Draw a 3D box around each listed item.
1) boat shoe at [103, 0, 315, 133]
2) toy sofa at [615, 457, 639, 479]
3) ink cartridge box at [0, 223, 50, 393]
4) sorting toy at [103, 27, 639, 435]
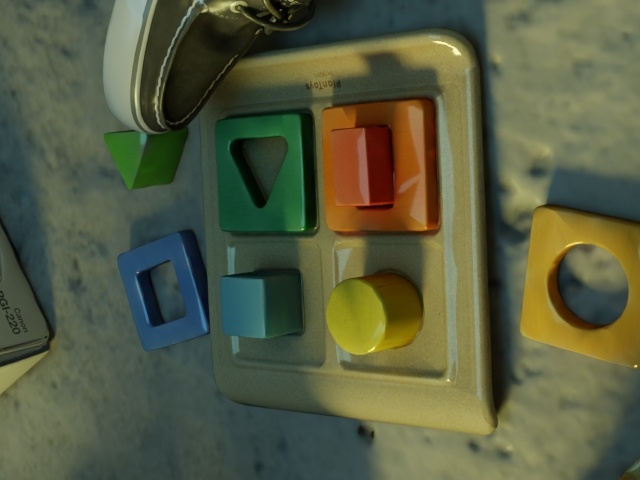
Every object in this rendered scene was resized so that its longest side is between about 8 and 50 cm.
[{"bbox_3d":[-0.026,-0.141,0.545,0.076,0.080,0.228,37,105,22],"label":"boat shoe"},{"bbox_3d":[0.056,0.203,0.363,0.150,0.362,0.177,46,119,23],"label":"toy sofa"},{"bbox_3d":[-0.304,0.063,0.809,0.218,0.092,0.158,-38,75,36],"label":"ink cartridge box"},{"bbox_3d":[0.000,0.000,0.574,0.348,0.047,0.196,0,98,39],"label":"sorting toy"}]
